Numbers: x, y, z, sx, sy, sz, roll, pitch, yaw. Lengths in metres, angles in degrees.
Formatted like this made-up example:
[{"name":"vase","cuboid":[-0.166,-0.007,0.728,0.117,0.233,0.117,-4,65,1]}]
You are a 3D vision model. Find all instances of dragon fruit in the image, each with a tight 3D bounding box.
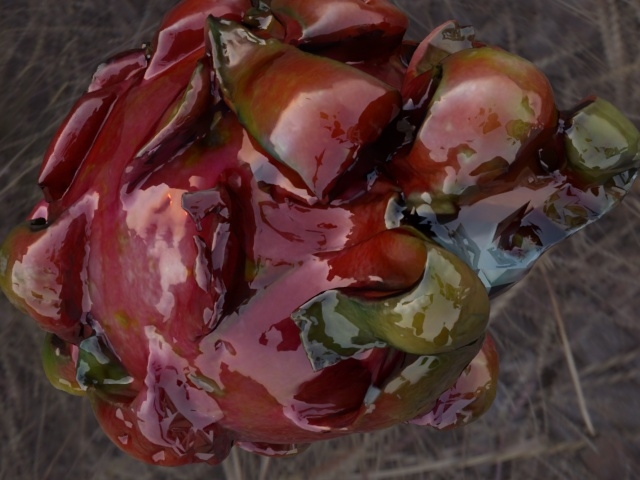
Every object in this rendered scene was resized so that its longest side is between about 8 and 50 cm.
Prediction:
[{"name":"dragon fruit","cuboid":[-0.014,-0.010,0.749,0.243,0.307,0.227,36,58,11]}]
